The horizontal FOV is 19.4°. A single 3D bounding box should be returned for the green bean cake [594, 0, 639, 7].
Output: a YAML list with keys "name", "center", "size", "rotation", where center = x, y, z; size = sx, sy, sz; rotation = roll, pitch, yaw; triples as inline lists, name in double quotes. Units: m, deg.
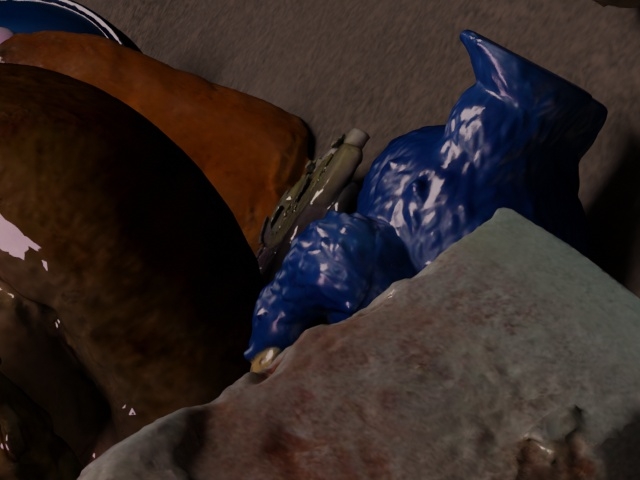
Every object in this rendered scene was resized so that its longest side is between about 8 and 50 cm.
- name: "green bean cake"
  center: [0.176, -0.221, 1.009]
  size: [0.109, 0.085, 0.179]
  rotation: [-37, 34, 42]

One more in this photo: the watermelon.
- name: "watermelon"
  center: [0.008, 0.151, 0.696]
  size: [0.228, 0.258, 0.387]
  rotation: [-30, 45, 42]

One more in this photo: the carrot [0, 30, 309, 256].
- name: "carrot"
  center: [-0.134, -0.073, 1.319]
  size: [0.159, 0.225, 0.159]
  rotation: [-48, 21, 26]

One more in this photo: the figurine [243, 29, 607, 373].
- name: "figurine"
  center: [0.057, 0.026, 0.923]
  size: [0.121, 0.164, 0.262]
  rotation: [39, 115, 29]

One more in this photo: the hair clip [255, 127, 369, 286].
- name: "hair clip"
  center: [-0.007, -0.005, 1.182]
  size: [0.146, 0.056, 0.187]
  rotation: [-62, 19, -20]

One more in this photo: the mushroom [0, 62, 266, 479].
- name: "mushroom"
  center: [-0.171, 0.092, 1.065]
  size: [0.334, 0.331, 0.356]
  rotation: [-15, 41, 39]

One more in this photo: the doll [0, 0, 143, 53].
- name: "doll"
  center: [-0.265, -0.058, 1.568]
  size: [0.284, 0.240, 0.310]
  rotation: [9, 83, 24]
